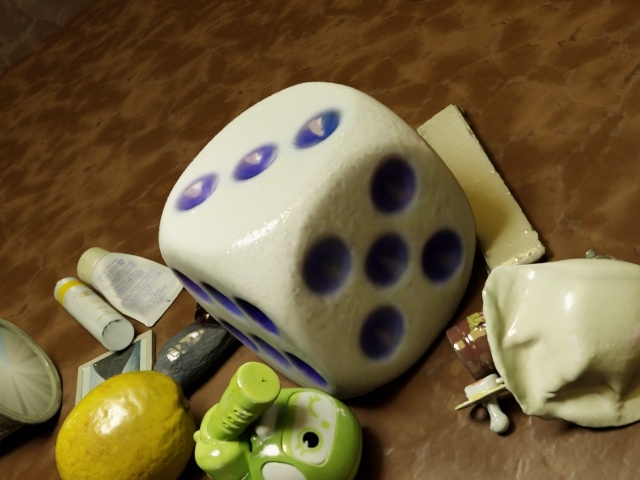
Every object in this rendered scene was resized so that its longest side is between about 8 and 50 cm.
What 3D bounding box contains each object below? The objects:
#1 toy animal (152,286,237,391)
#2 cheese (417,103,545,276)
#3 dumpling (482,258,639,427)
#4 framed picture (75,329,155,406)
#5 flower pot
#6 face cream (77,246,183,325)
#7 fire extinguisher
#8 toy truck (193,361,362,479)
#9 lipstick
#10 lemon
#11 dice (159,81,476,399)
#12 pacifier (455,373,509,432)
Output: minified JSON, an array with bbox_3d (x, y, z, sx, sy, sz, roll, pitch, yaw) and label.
[{"bbox_3d":[-0.179,0.169,1.382,0.117,0.121,0.210,21,76,1],"label":"toy animal"},{"bbox_3d":[0.225,-0.083,1.341,0.085,0.034,0.400,-31,37,13],"label":"cheese"},{"bbox_3d":[0.297,0.109,0.982,0.252,0.131,0.179,2,83,-1],"label":"dumpling"},{"bbox_3d":[-0.326,0.244,1.453,0.150,0.015,0.203,-28,37,12],"label":"framed picture"},{"bbox_3d":[-0.566,0.264,1.494,0.203,0.212,0.212,-41,35,12],"label":"flower pot"},{"bbox_3d":[-0.334,0.077,1.623,0.224,0.070,0.114,19,63,35],"label":"face cream"},{"bbox_3d":[0.282,0.088,1.090,0.252,0.106,0.075,-32,-2,5],"label":"fire extinguisher"},{"bbox_3d":[-0.067,0.241,1.096,0.187,0.211,0.148,-34,31,36],"label":"toy truck"},{"bbox_3d":[-0.396,0.124,1.597,0.059,0.059,0.264,-47,33,-13],"label":"lipstick"},{"bbox_3d":[-0.262,0.271,1.238,0.207,0.170,0.170,-41,36,-3],"label":"lemon"},{"bbox_3d":[0.000,0.000,1.204,0.277,0.304,0.304,17,62,48],"label":"dice"},{"bbox_3d":[0.198,0.189,1.055,0.083,0.068,0.064,-34,67,34],"label":"pacifier"}]
